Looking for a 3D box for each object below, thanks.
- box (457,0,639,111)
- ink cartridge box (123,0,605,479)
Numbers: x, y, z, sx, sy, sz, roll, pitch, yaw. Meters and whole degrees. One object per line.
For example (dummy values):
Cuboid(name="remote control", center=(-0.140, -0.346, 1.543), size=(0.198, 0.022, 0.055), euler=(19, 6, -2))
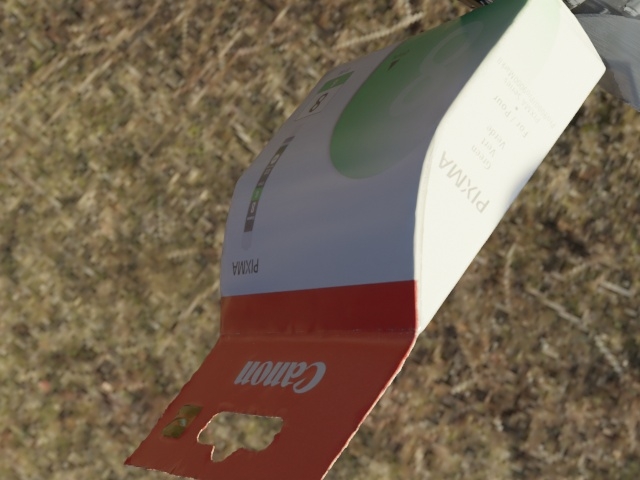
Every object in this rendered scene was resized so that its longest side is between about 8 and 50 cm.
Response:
Cuboid(name="box", center=(0.114, -0.151, 0.501), size=(0.183, 0.056, 0.231), euler=(32, 160, 0))
Cuboid(name="ink cartridge box", center=(0.000, 0.000, 0.560), size=(0.056, 0.224, 0.181), euler=(47, 156, -17))
